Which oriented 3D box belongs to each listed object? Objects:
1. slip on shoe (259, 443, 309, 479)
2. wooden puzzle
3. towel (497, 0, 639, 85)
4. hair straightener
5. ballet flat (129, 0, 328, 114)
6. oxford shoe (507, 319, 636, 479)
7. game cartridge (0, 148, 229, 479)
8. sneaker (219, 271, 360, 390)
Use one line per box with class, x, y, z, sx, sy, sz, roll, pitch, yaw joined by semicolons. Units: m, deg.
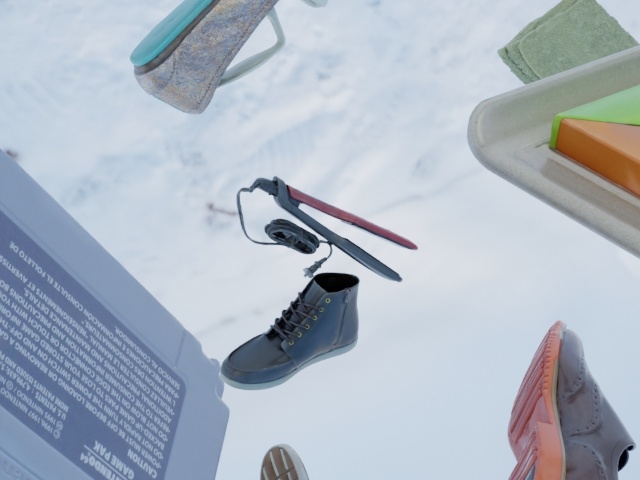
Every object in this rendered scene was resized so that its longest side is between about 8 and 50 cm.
slip on shoe;-0.020;0.263;1.241;0.041;0.051;0.135;-15;84;-62
wooden puzzle;0.229;-0.038;0.637;0.221;0.239;0.044;-21;135;-32
towel;0.235;-0.141;1.086;0.110;0.148;0.027;-37;163;-21
hair straightener;0.000;0.000;1.399;0.230;0.047;0.089;26;86;-30
ballet flat;-0.056;-0.253;1.278;0.316;0.107;0.106;-46;116;-1
oxford shoe;0.230;0.174;1.153;0.271;0.098;0.097;-71;-179;-55
game cartridge;-0.161;0.079;0.687;0.294;0.060;0.196;50;32;-36
sneaker;-0.043;0.118;1.734;0.222;0.083;0.118;-22;133;-32
